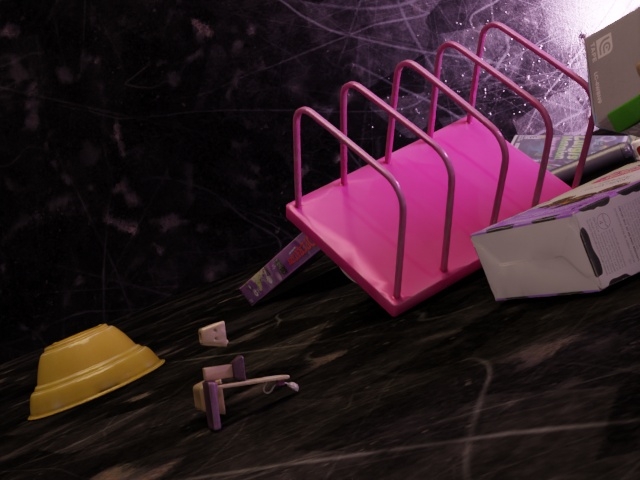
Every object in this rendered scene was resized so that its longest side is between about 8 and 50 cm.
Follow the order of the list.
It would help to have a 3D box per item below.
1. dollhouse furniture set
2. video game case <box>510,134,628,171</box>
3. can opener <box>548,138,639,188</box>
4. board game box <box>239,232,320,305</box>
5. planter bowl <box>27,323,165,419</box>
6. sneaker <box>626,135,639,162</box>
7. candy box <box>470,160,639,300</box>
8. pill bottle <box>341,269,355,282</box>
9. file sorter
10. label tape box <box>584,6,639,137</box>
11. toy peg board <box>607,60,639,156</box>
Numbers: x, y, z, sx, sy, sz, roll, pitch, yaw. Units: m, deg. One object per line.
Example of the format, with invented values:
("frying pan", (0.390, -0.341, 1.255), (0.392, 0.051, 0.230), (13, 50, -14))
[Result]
("dollhouse furniture set", (-0.071, 0.117, 0.992), (0.081, 0.090, 0.114), (-7, -4, -15))
("video game case", (0.353, -0.115, 1.603), (0.173, 0.022, 0.190), (3, 25, 20))
("can opener", (0.384, -0.078, 1.386), (0.281, 0.074, 0.093), (-20, -31, 13))
("board game box", (0.000, 0.000, 1.914), (0.208, 0.056, 0.347), (-29, -5, -29))
("planter bowl", (-0.349, 0.182, 1.636), (0.217, 0.090, 0.217), (-23, 3, 1))
("sneaker", (0.500, -0.142, 1.503), (0.237, 0.085, 0.086), (-13, -43, -34))
("candy box", (0.260, -0.017, 0.962), (0.196, 0.070, 0.165), (-23, 3, -23))
("pill bottle", (0.092, -0.009, 1.431), (0.136, 0.136, 0.246), (-21, 3, 15))
("file sorter", (0.135, -0.096, 1.230), (0.291, 0.202, 0.182), (-27, -39, -26))
("label tape box", (0.476, -0.196, 1.081), (0.249, 0.115, 0.348), (9, -18, -31))
("toy peg board", (0.322, -0.080, 0.870), (0.161, 0.160, 0.079), (-24, -7, -30))
